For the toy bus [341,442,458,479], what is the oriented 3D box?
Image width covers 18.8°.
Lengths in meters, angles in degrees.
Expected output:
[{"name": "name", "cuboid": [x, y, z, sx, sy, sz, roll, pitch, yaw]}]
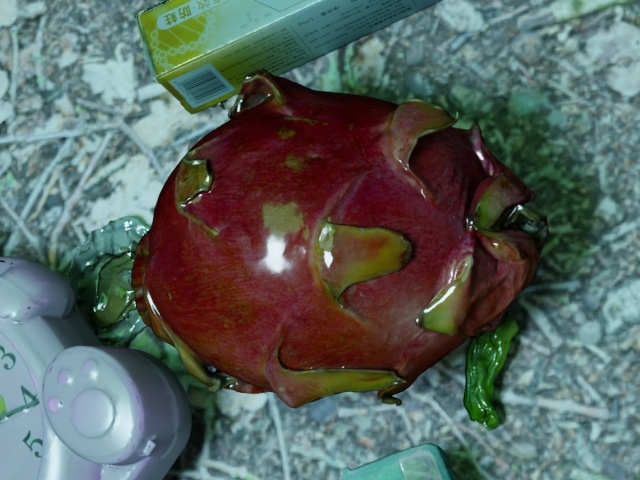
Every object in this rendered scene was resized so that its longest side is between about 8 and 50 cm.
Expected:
[{"name": "toy bus", "cuboid": [0.088, 0.278, 1.385, 0.109, 0.091, 0.262, -23, 71, 4]}]

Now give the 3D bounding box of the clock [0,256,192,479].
[{"name": "clock", "cuboid": [-0.286, 0.149, 1.508, 0.322, 0.113, 0.295, 38, 99, 23]}]

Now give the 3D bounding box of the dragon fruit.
[{"name": "dragon fruit", "cuboid": [-0.003, 0.000, 1.420, 0.315, 0.250, 0.250, 17, 81, 38]}]

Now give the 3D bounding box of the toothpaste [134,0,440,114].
[{"name": "toothpaste", "cuboid": [0.011, -0.201, 1.540, 0.313, 0.089, 0.071, -23, 64, 11]}]

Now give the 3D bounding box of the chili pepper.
[{"name": "chili pepper", "cuboid": [0.126, 0.095, 1.453, 0.034, 0.030, 0.091, 15, 82, -4]}]

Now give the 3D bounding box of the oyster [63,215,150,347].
[{"name": "oyster", "cuboid": [-0.164, 0.038, 1.566, 0.100, 0.037, 0.098, -35, 86, -15]}]
